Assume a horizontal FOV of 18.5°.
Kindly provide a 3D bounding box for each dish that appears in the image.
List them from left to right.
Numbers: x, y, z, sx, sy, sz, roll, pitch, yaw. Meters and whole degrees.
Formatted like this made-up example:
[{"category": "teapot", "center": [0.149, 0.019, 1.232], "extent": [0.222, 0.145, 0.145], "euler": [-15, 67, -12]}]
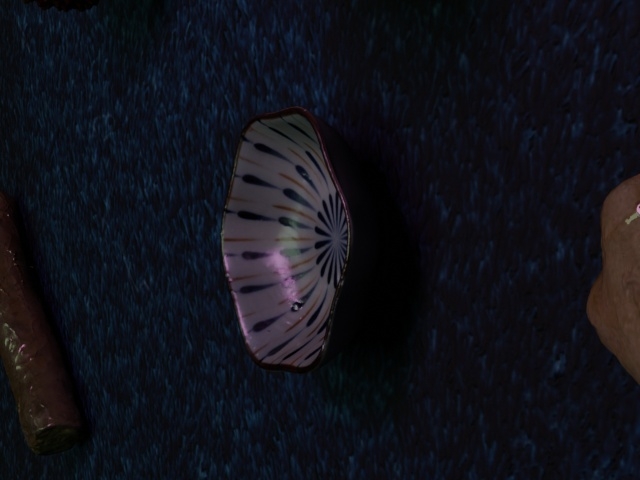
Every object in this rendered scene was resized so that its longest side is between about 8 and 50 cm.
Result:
[{"category": "dish", "center": [0.000, 0.000, 1.327], "extent": [0.190, 0.066, 0.191], "euler": [4, 95, 62]}]

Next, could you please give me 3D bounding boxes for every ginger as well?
[{"category": "ginger", "center": [0.194, 0.068, 0.944], "extent": [0.137, 0.074, 0.213], "euler": [117, 144, -60]}]

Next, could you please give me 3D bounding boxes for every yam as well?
[{"category": "yam", "center": [-0.294, 0.075, 1.925], "extent": [0.300, 0.066, 0.066], "euler": [68, 148, 31]}]

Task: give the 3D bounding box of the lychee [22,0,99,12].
[{"category": "lychee", "center": [-0.210, -0.272, 1.595], "extent": [0.188, 0.188, 0.188], "euler": [16, 108, 62]}]
